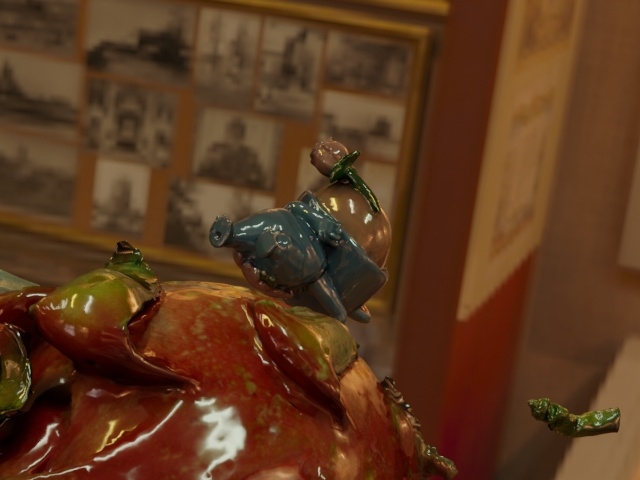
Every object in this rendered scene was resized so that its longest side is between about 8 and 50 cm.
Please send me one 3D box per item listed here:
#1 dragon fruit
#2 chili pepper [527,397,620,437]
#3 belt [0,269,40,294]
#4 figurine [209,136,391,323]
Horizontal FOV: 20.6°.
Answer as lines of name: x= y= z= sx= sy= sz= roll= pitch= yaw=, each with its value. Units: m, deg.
dragon fruit: x=-0.053 y=0.074 z=0.439 sx=0.142 sy=0.138 sz=0.175 roll=14 pitch=15 yaw=32
chili pepper: x=0.187 y=0.133 z=1.306 sx=0.083 sy=0.027 sz=0.022 roll=11 pitch=36 yaw=-27
belt: x=-0.289 y=0.149 z=1.434 sx=0.150 sy=0.257 sz=0.207 roll=14 pitch=1 yaw=-43
figurine: x=-0.001 y=-0.005 z=1.416 sx=0.114 sy=0.144 sz=0.178 roll=35 pitch=12 yaw=32
